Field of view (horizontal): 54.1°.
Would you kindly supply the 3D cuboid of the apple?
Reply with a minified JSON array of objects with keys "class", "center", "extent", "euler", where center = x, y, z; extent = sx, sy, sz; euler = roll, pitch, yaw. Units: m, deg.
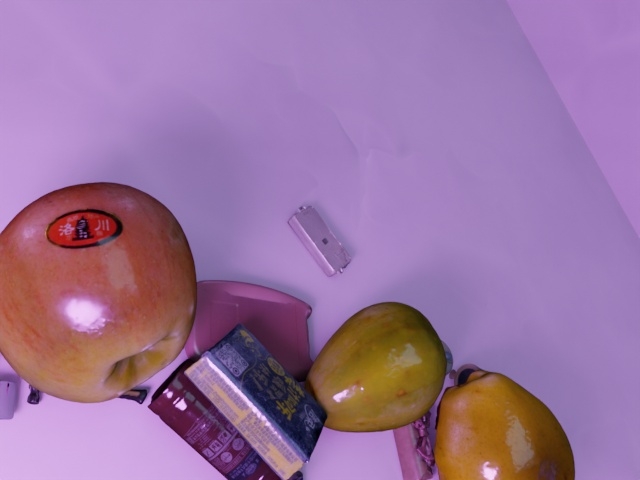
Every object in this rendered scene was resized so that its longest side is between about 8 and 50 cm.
[{"class":"apple","center":[-0.356,0.088,1.006],"extent":[0.338,0.338,0.305],"euler":[-7,62,-39]}]

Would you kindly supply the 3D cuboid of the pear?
[{"class":"pear","center":[0.439,0.488,1.401],"extent":[0.340,0.191,0.387],"euler":[-25,95,-30]}]

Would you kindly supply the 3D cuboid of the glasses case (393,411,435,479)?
[{"class":"glasses case","center":[0.227,0.447,1.426],"extent":[0.102,0.070,0.194],"euler":[8,60,-35]}]

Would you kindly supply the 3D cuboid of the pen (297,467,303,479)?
[{"class":"pen","center":[-0.050,0.427,1.262],"extent":[0.025,0.025,0.204],"euler":[12,58,-31]}]

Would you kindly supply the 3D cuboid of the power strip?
[{"class":"power strip","center":[0.000,0.000,1.550],"extent":[0.192,0.035,0.081],"euler":[53,46,2]}]

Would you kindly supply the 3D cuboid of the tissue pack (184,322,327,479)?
[{"class":"tissue pack","center":[-0.108,0.283,1.142],"extent":[0.257,0.081,0.185],"euler":[47,15,2]}]

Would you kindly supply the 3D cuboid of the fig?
[{"class":"fig","center":[0.111,0.283,1.331],"extent":[0.326,0.258,0.258],"euler":[-26,80,-24]}]

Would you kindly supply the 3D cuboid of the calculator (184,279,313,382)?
[{"class":"calculator","center":[-0.143,0.189,1.316],"extent":[0.329,0.048,0.220],"euler":[14,57,-32]}]

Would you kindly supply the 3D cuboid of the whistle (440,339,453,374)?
[{"class":"whistle","center":[0.248,0.277,1.552],"extent":[0.198,0.057,0.104],"euler":[23,52,-26]}]

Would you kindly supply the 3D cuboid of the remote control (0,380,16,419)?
[{"class":"remote control","center":[-0.569,0.253,0.979],"extent":[0.166,0.029,0.065],"euler":[7,61,-28]}]

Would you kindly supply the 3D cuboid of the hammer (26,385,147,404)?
[{"class":"hammer","center":[-0.404,0.257,1.103],"extent":[0.200,0.021,0.078],"euler":[16,56,-29]}]

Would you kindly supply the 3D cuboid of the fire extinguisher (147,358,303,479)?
[{"class":"fire extinguisher","center":[-0.165,0.378,1.154],"extent":[0.337,0.114,0.135],"euler":[43,89,-6]}]

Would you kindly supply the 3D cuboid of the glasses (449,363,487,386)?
[{"class":"glasses","center":[0.451,0.406,1.605],"extent":[0.220,0.088,0.190],"euler":[6,61,-34]}]
